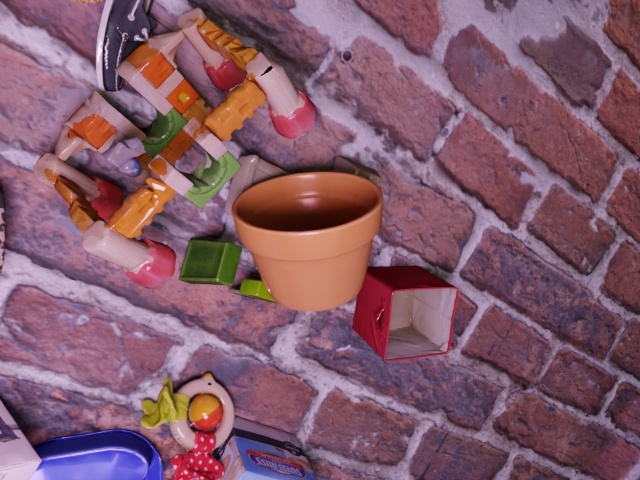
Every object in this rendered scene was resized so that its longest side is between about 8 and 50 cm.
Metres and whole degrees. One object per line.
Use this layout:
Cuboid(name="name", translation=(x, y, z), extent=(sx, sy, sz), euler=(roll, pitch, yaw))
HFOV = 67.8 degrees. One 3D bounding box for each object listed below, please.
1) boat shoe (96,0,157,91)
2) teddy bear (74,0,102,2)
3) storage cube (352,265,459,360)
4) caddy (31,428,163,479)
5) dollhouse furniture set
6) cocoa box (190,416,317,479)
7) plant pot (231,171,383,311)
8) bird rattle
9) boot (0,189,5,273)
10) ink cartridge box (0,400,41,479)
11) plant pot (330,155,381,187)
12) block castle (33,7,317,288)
Cuboid(name="boat shoe", translation=(-0.351, -0.421, 0.889), extent=(0.091, 0.114, 0.302), euler=(11, 101, -18))
Cuboid(name="teddy bear", translation=(-0.353, -0.527, 0.788), extent=(0.245, 0.113, 0.337), euler=(1, 80, -29))
Cuboid(name="storage cube", translation=(0.210, 0.177, 1.230), extent=(0.215, 0.193, 0.183), euler=(0, 104, -21))
Cuboid(name="caddy", translation=(-0.525, 0.559, 1.052), extent=(0.342, 0.179, 0.240), euler=(-1, 82, -21))
Cuboid(name="dollhouse furniture set", translation=(-0.164, -0.025, 1.098), extent=(0.198, 0.151, 0.301), euler=(25, 73, -42))
Cuboid(name="cocoa box", translation=(-0.200, 0.663, 1.177), extent=(0.232, 0.228, 0.346), euler=(30, 92, -26))
Cuboid(name="plant pot", translation=(-0.018, 0.006, 0.959), extent=(0.291, 0.291, 0.203), euler=(-15, 119, -18))
Cuboid(name="bird rattle", translation=(-0.279, 0.419, 1.097), extent=(0.253, 0.143, 0.207), euler=(51, 40, 6))
Cuboid(name="boot", translation=(-0.714, -0.089, 0.799), extent=(0.284, 0.138, 0.376), euler=(3, 64, -51))
Cuboid(name="ink cartridge box", translation=(-0.671, 0.424, 0.914), extent=(0.171, 0.237, 0.100), euler=(-60, 150, 2))
Cuboid(name="plant pot", translation=(0.085, -0.133, 1.149), extent=(0.109, 0.096, 0.108), euler=(17, 97, -24))
Cuboid(name="block castle", translation=(-0.258, -0.167, 0.881), extent=(0.453, 0.303, 0.213), euler=(-48, 151, -3))
